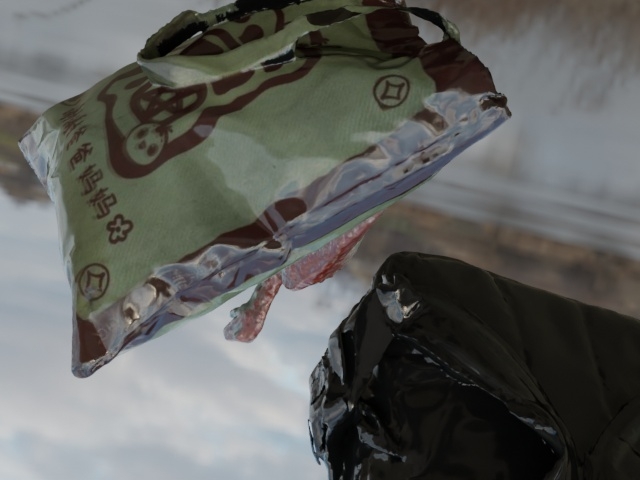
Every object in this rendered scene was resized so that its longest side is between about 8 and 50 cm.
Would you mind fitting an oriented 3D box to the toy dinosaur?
[{"bbox_3d":[0.000,0.000,1.241,0.053,0.167,0.242,24,172,-22],"label":"toy dinosaur"}]

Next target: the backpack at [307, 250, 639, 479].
[{"bbox_3d":[0.164,0.220,1.359,0.363,0.255,0.446,15,-134,-20],"label":"backpack"}]

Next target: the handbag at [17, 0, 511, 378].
[{"bbox_3d":[-0.041,-0.054,0.881,0.127,0.235,0.213,57,-176,-32],"label":"handbag"}]
